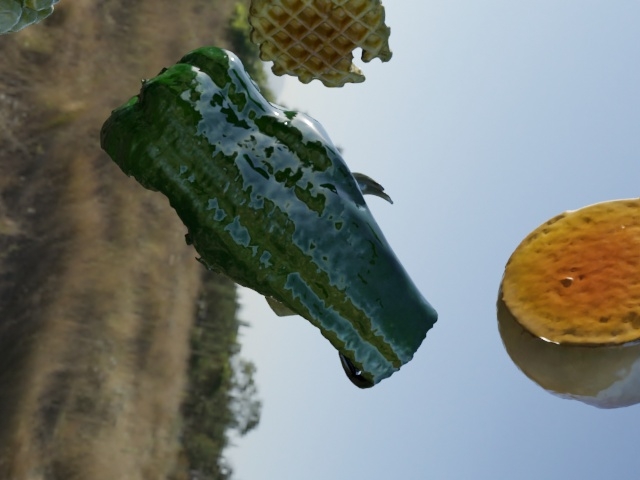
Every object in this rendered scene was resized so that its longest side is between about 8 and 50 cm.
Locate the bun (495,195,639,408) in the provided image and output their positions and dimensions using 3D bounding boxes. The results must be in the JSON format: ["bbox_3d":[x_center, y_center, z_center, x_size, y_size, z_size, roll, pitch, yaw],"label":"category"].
[{"bbox_3d":[0.362,0.085,1.269,0.299,0.299,0.165,-81,155,-50],"label":"bun"}]

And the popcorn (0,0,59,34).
[{"bbox_3d":[-0.355,-0.325,1.080,0.181,0.217,0.235,-32,106,-61],"label":"popcorn"}]

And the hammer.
[{"bbox_3d":[0.000,0.000,1.364,0.041,0.158,0.226,54,42,-33],"label":"hammer"}]

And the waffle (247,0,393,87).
[{"bbox_3d":[-0.005,-0.356,1.807,0.261,0.250,0.056,77,19,-56],"label":"waffle"}]

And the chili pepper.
[{"bbox_3d":[-0.036,-0.034,1.039,0.167,0.385,0.213,-45,174,17],"label":"chili pepper"}]
